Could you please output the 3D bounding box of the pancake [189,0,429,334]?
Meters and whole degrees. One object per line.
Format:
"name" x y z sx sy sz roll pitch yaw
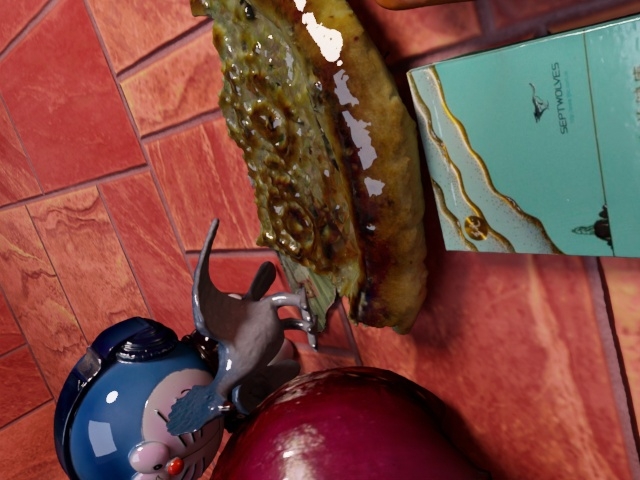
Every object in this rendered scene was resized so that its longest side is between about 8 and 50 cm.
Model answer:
"pancake" -0.028 -0.108 0.587 0.305 0.067 0.427 13 124 49

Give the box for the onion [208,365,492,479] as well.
"onion" -0.030 0.328 0.587 0.398 0.420 0.398 174 90 -89

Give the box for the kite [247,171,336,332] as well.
"kite" 0.000 0.000 0.693 0.268 0.013 0.323 42 141 24

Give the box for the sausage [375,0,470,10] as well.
"sausage" 0.160 -0.193 0.332 0.348 0.094 0.097 13 109 45

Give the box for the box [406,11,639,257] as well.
"box" 0.178 -0.068 0.427 0.229 0.041 0.162 1 113 47

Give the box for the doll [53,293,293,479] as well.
"doll" -0.210 0.226 0.828 0.240 0.310 0.284 22 128 41

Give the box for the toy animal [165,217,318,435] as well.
"toy animal" -0.091 0.105 0.675 0.255 0.176 0.239 -107 0 -64
